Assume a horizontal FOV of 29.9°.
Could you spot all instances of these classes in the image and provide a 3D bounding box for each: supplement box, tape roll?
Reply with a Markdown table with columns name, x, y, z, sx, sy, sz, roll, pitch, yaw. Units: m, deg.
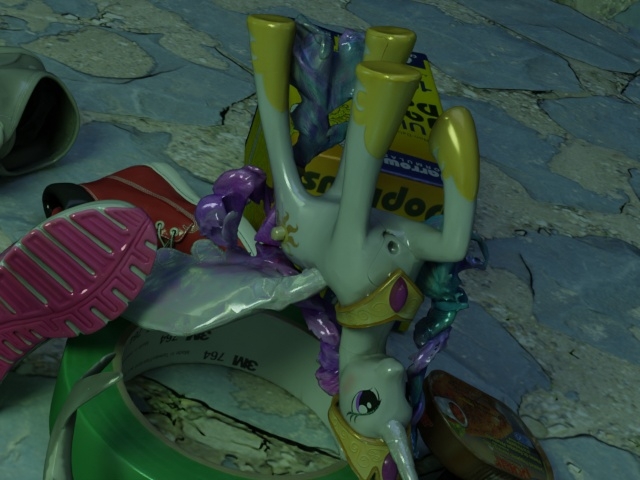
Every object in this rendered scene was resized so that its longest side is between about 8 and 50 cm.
| name | x | y | z | sx | sy | sz | roll | pitch | yaw |
| --- | --- | --- | --- | --- | --- | --- | --- | --- | --- |
| supplement box | 0.026 | -0.089 | 1.407 | 0.194 | 0.195 | 0.356 | 13 | 31 | -12 |
| tape roll | -0.075 | 0.155 | 1.071 | 0.321 | 0.077 | 0.321 | 16 | 30 | -9 |

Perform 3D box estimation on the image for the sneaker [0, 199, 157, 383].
| name | x | y | z | sx | sy | sz | roll | pitch | yaw |
| --- | --- | --- | --- | --- | --- | --- | --- | --- | --- |
| sneaker | -0.248 | 0.041 | 1.021 | 0.103 | 0.252 | 0.111 | 55 | 10 | -20 |

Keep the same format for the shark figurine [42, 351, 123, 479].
| name | x | y | z | sx | sy | sz | roll | pitch | yaw |
| --- | --- | --- | --- | --- | --- | --- | --- | --- | --- |
| shark figurine | -0.143 | 0.230 | 0.866 | 0.278 | 0.166 | 0.116 | 56 | 1 | 15 |

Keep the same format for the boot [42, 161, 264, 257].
| name | x | y | z | sx | sy | sz | roll | pitch | yaw |
| --- | --- | --- | --- | --- | --- | --- | --- | --- | --- |
| boot | -0.181 | 0.003 | 1.252 | 0.176 | 0.088 | 0.244 | -14 | 38 | -42 |

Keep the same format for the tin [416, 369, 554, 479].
| name | x | y | z | sx | sy | sz | roll | pitch | yaw |
| --- | --- | --- | --- | --- | --- | --- | --- | --- | --- |
| tin | 0.151 | 0.186 | 1.121 | 0.189 | 0.040 | 0.106 | 31 | 22 | -41 |

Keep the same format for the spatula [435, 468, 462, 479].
| name | x | y | z | sx | sy | sz | roll | pitch | yaw |
| --- | --- | --- | --- | --- | --- | --- | --- | --- | --- |
| spatula | 0.067 | 0.267 | 1.015 | 0.084 | 0.030 | 0.296 | 44 | 32 | 6 |

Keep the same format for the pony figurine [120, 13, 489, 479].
| name | x | y | z | sx | sy | sz | roll | pitch | yaw |
| --- | --- | --- | --- | --- | --- | --- | --- | --- | --- |
| pony figurine | 0.000 | 0.000 | 1.016 | 0.302 | 0.363 | 0.351 | -8 | 24 | -29 |

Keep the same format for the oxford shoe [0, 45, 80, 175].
| name | x | y | z | sx | sy | sz | roll | pitch | yaw |
| --- | --- | --- | --- | --- | --- | --- | --- | --- | --- |
| oxford shoe | -0.403 | -0.108 | 1.221 | 0.130 | 0.169 | 0.449 | 32 | 27 | 16 |

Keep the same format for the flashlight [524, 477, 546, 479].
| name | x | y | z | sx | sy | sz | roll | pitch | yaw |
| --- | --- | --- | --- | --- | --- | --- | --- | --- | --- |
| flashlight | 0.101 | 0.253 | 0.951 | 0.103 | 0.103 | 0.304 | 38 | 18 | 25 |
